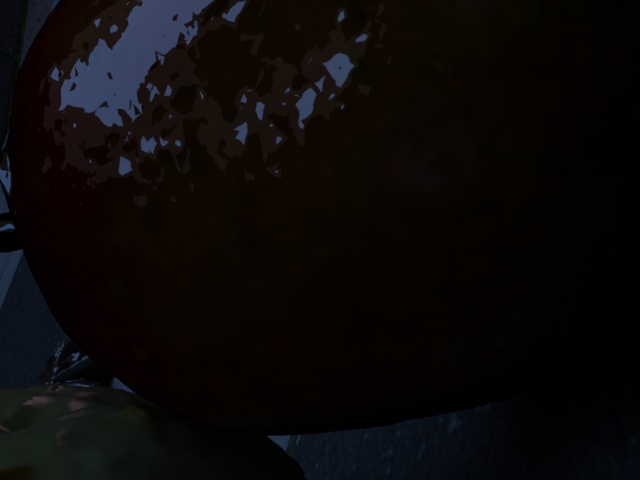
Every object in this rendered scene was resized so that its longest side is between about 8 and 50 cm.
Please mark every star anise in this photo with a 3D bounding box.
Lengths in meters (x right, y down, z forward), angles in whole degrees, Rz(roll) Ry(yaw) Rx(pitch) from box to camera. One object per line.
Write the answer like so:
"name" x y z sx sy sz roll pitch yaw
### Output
"star anise" -0.268 0.164 1.476 0.182 0.065 0.195 -58 21 22

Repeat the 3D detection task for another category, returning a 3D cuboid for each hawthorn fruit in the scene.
"hawthorn fruit" -0.017 -0.048 0.619 0.369 0.284 0.284 -18 44 14

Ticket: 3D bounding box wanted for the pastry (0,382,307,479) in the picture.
"pastry" -0.133 0.259 0.650 0.388 0.313 0.388 178 90 -74
